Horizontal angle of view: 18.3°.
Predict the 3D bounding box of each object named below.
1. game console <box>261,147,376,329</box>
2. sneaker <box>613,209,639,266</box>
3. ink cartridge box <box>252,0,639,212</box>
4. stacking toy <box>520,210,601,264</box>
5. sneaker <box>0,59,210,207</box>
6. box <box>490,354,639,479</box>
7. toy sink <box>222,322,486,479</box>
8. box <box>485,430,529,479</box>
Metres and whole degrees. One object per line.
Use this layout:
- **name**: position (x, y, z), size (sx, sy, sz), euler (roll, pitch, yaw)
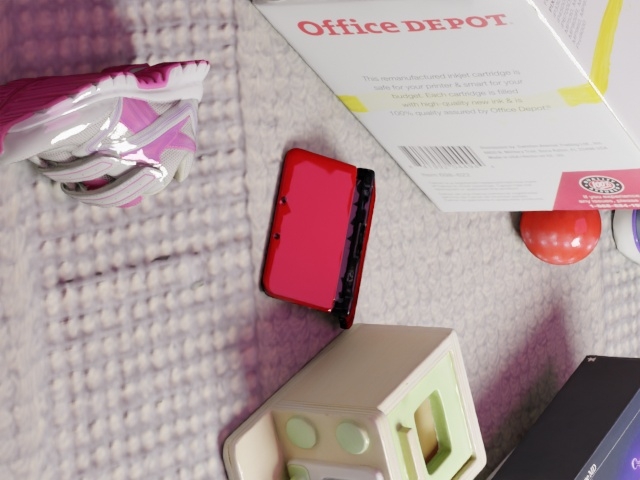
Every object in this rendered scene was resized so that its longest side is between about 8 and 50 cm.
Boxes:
- **game console**: position (0.000, 0.000, 1.878), size (0.124, 0.085, 0.144), euler (80, 20, -77)
- **sneaker**: position (0.527, 0.005, 2.446), size (0.323, 0.236, 0.130), euler (20, 75, -54)
- **ink cartridge box**: position (0.162, -0.187, 1.869), size (0.385, 0.279, 0.160), euler (44, 55, -47)
- **stacking toy**: position (0.284, -0.136, 2.188), size (0.141, 0.141, 0.330), euler (6, 90, -55)
- **sneaker**: position (-0.168, -0.077, 1.551), size (0.252, 0.103, 0.111), euler (-16, 103, -54)
- **box**: position (0.300, 0.270, 2.176), size (0.261, 0.103, 0.184), euler (-45, 123, -45)
- **toy sink**: position (0.040, 0.198, 1.840), size (0.234, 0.131, 0.152), euler (-38, 122, -47)
- **box**: position (0.222, 0.290, 2.188), size (0.178, 0.042, 0.109), euler (-39, 123, -47)
